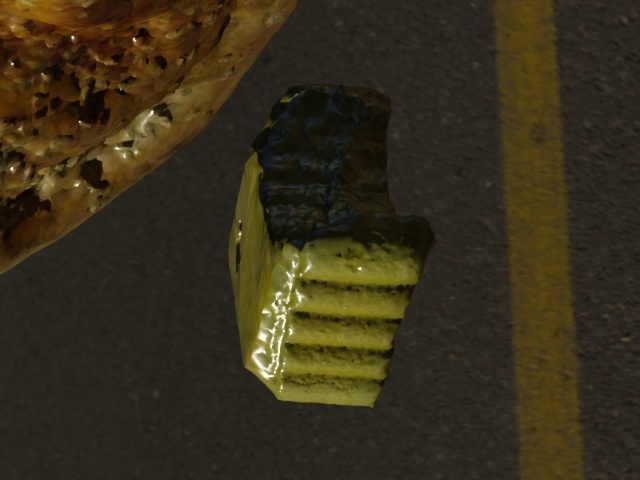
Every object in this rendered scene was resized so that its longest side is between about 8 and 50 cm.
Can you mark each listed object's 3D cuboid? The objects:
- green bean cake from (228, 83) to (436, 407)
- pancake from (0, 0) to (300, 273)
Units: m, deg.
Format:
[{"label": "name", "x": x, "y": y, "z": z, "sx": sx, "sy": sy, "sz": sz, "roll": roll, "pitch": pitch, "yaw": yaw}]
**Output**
[{"label": "green bean cake", "x": 0.000, "y": 0.000, "z": 1.090, "sx": 0.236, "sy": 0.124, "sz": 0.233, "roll": -103, "pitch": 23, "yaw": -49}, {"label": "pancake", "x": -0.155, "y": -0.060, "z": 0.547, "sx": 0.356, "sy": 0.356, "sz": 0.065, "roll": -39, "pitch": 73, "yaw": 30}]
